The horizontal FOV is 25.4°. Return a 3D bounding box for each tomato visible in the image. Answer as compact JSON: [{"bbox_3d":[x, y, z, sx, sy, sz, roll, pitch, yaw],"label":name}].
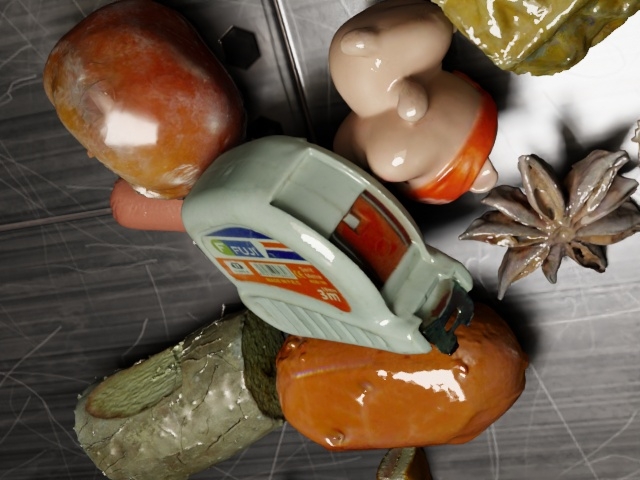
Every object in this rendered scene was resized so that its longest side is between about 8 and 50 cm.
[{"bbox_3d":[-0.193,-0.143,1.446,0.214,0.155,0.181,44,105,12],"label":"tomato"}]

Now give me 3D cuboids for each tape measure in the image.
[{"bbox_3d":[0.001,0.001,1.392,0.243,0.125,0.246,2,138,50],"label":"tape measure"}]

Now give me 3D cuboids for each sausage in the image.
[{"bbox_3d":[-0.155,-0.040,1.552,0.154,0.062,0.062,3,113,21],"label":"sausage"},{"bbox_3d":[0.085,0.141,1.494,0.268,0.141,0.153,-7,110,23],"label":"sausage"}]

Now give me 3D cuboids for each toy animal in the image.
[{"bbox_3d":[0.086,-0.129,1.366,0.171,0.171,0.197,-15,106,26],"label":"toy animal"}]

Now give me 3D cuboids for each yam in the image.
[{"bbox_3d":[-0.145,0.185,1.603,0.254,0.154,0.154,-27,101,24],"label":"yam"}]

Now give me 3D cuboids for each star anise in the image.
[{"bbox_3d":[0.225,-0.025,1.385,0.182,0.065,0.195,-23,137,8],"label":"star anise"}]

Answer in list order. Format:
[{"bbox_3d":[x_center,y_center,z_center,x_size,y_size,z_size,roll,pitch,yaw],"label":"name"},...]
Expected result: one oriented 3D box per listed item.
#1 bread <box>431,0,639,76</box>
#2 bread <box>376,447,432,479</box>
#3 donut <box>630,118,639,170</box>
[{"bbox_3d":[0.241,-0.261,1.266,0.152,0.130,0.268,24,128,-37],"label":"bread"},{"bbox_3d":[0.095,0.258,1.593,0.043,0.109,0.062,-12,64,21],"label":"bread"},{"bbox_3d":[0.372,-0.104,1.318,0.146,0.078,0.181,24,125,11],"label":"donut"}]
